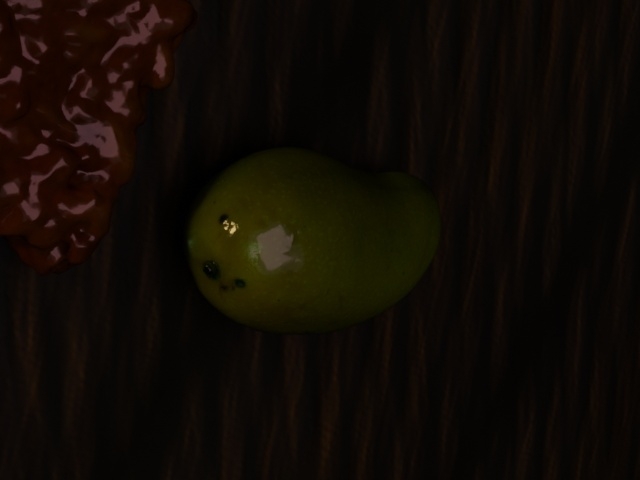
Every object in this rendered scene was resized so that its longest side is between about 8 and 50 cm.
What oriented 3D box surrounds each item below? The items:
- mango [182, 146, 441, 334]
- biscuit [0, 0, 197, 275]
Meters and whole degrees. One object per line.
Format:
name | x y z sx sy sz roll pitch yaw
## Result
mango | 0.000 0.000 1.226 0.293 0.143 0.175 -5 99 -44
biscuit | -0.266 -0.153 1.022 0.312 0.110 0.318 25 87 -33
